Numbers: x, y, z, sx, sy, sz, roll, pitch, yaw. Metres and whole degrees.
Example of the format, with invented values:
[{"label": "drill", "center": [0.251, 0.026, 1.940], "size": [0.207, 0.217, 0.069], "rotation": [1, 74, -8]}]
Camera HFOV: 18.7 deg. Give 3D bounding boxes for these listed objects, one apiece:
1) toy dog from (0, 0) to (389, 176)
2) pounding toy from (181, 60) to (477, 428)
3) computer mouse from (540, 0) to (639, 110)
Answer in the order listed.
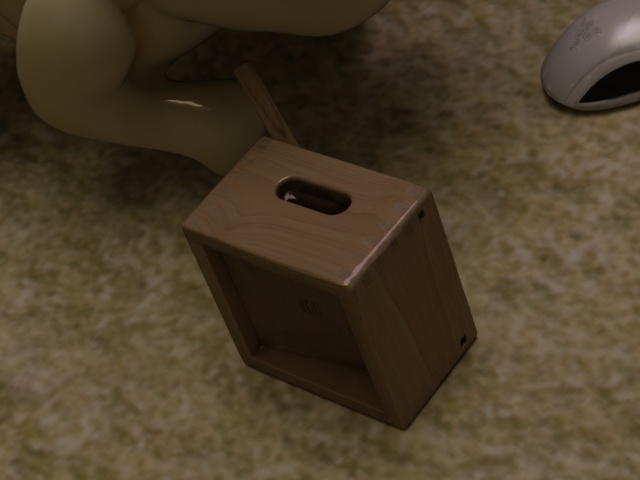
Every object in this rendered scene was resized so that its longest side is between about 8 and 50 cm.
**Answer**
[{"label": "toy dog", "center": [-0.105, -0.231, 1.098], "size": [0.408, 0.395, 0.284], "rotation": [10, 42, 40]}, {"label": "pounding toy", "center": [0.000, 0.000, 1.000], "size": [0.141, 0.130, 0.100], "rotation": [20, 56, 35]}, {"label": "computer mouse", "center": [0.217, -0.126, 1.107], "size": [0.193, 0.042, 0.106], "rotation": [-18, 44, 3]}]
